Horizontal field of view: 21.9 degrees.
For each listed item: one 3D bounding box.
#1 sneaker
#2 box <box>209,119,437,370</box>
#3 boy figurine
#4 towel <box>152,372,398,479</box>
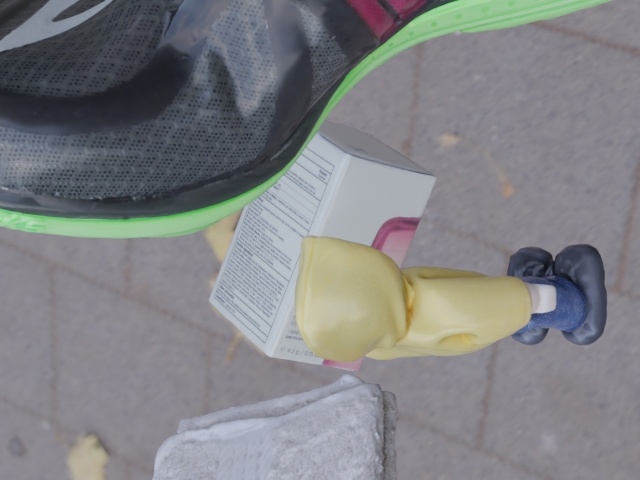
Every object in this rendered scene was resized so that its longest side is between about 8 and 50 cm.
[{"bbox_3d":[0.001,-0.169,0.833,0.185,0.483,0.202,50,161,32],"label":"sneaker"},{"bbox_3d":[0.000,0.000,1.754,0.148,0.127,0.232,38,110,52],"label":"box"},{"bbox_3d":[0.082,0.044,1.234,0.177,0.285,0.092,-4,85,49],"label":"boy figurine"},{"bbox_3d":[-0.036,0.229,1.065,0.187,0.282,0.049,-18,144,27],"label":"towel"}]
